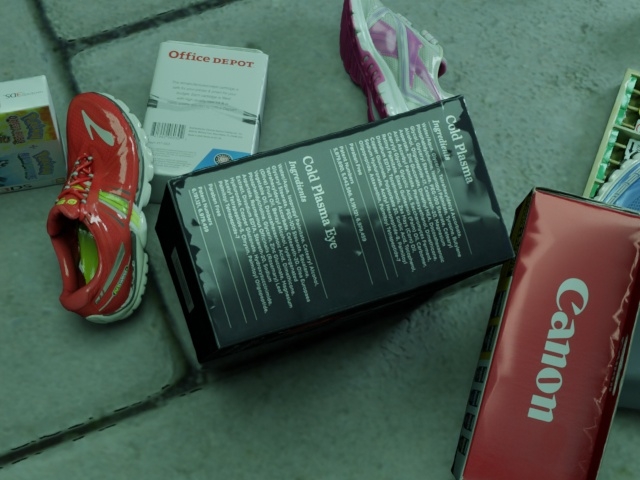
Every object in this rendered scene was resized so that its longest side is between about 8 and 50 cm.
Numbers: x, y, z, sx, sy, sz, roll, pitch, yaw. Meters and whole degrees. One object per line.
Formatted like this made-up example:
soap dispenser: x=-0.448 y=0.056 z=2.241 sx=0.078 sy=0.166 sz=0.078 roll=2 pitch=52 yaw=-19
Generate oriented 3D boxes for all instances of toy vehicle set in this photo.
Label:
toy vehicle set: x=0.421 y=-0.077 z=1.813 sx=0.166 sy=0.035 sz=0.267 roll=19 pitch=64 yaw=8

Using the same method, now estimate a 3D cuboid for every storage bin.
storage bin: x=0.353 y=0.138 z=1.671 sx=0.091 sy=0.098 sz=0.135 roll=2 pitch=41 yaw=15

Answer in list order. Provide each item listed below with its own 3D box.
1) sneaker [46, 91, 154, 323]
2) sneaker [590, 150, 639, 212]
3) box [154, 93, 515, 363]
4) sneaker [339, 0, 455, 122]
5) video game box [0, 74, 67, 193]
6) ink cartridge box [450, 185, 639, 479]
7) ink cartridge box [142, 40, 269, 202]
sneaker: x=-0.263 y=-0.045 z=1.685 sx=0.107 sy=0.118 sz=0.279 roll=-14 pitch=76 yaw=32
sneaker: x=0.426 y=-0.040 z=1.702 sx=0.330 sy=0.130 sz=0.147 roll=-34 pitch=67 yaw=-17
box: x=0.000 y=0.000 z=1.572 sx=0.312 sy=0.343 sz=0.179 roll=-18 pitch=86 yaw=-9
sneaker: x=0.098 y=-0.229 z=1.854 sx=0.111 sy=0.103 sz=0.252 roll=-14 pitch=71 yaw=-13
video game box: x=-0.399 y=-0.114 z=1.715 sx=0.187 sy=0.205 sz=0.048 roll=-12 pitch=68 yaw=-7
ink cartridge box: x=0.235 y=0.112 z=1.493 sx=0.130 sy=0.272 sz=0.309 roll=14 pitch=85 yaw=4
ink cartridge box: x=-0.144 y=-0.141 z=1.804 sx=0.140 sy=0.082 sz=0.190 roll=7 pitch=62 yaw=2
